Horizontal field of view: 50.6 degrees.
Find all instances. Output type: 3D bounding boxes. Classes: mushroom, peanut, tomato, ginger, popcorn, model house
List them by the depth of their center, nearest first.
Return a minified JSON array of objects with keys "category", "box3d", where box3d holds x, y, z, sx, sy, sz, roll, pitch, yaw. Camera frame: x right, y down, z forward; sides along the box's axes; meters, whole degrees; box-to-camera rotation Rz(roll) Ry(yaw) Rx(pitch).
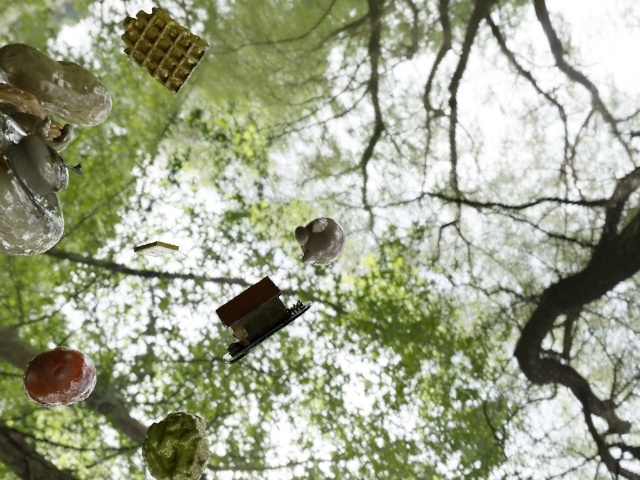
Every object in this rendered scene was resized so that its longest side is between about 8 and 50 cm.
[{"category":"mushroom","box3d":[-0.698,-0.145,1.548,0.294,0.363,0.362,-26,-149,-3]},{"category":"popcorn","box3d":[-0.375,0.547,1.779,0.197,0.198,0.155,-29,167,2]},{"category":"ginger","box3d":[-0.801,-0.298,1.792,0.065,0.258,0.149,119,-6,-52]},{"category":"model house","box3d":[-0.191,0.215,1.980,0.293,0.154,0.207,-34,-179,-14]},{"category":"peanut","box3d":[-0.826,-0.490,2.123,0.169,0.387,0.193,-16,-116,34]},{"category":"tomato","box3d":[-0.847,0.441,2.208,0.231,0.189,0.232,-11,179,0]}]

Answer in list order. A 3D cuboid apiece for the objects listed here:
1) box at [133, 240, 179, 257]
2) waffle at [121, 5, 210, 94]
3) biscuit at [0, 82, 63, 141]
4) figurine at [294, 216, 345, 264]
[{"category":"box","box3d":[-0.546,0.029,2.246,0.155,0.086,0.023,-13,-115,45]},{"category":"waffle","box3d":[-0.411,-0.502,1.733,0.160,0.210,0.055,-45,-163,27]},{"category":"biscuit","box3d":[-0.928,-0.350,1.958,0.269,0.375,0.051,-42,-145,38]},{"category":"figurine","box3d":[0.000,0.000,1.691,0.125,0.125,0.138,-11,175,28]}]
